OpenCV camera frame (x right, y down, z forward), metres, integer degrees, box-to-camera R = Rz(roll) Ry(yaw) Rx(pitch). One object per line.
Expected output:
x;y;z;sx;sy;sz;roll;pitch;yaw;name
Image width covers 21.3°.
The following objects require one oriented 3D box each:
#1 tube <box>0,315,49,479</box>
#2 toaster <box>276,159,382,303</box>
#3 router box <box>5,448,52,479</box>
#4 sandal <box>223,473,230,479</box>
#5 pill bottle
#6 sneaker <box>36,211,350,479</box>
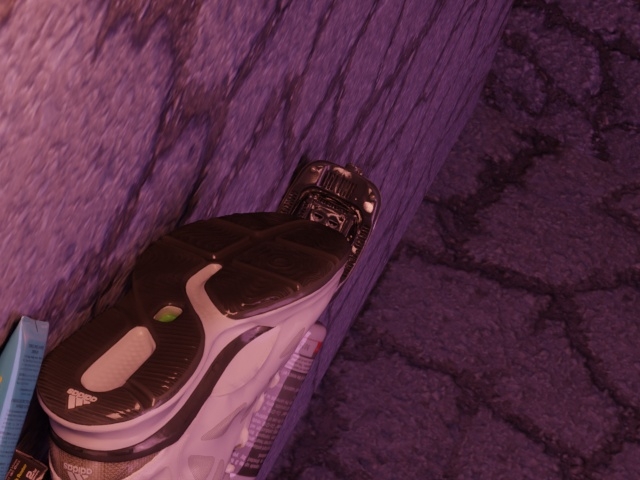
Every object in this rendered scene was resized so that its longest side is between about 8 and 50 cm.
-0.265;0.160;1.367;0.080;0.052;0.207;79;32;-86;tube
0.000;0.000;2.329;0.146;0.129;0.227;2;113;-84;toaster
-0.289;0.261;1.564;0.122;0.038;0.092;-61;172;-17;router box
-0.254;0.362;1.869;0.416;0.102;0.169;-52;-148;16;sandal
-0.123;0.194;2.013;0.283;0.161;0.161;-64;173;1;pill bottle
-0.122;0.153;1.665;0.447;0.169;0.257;-40;141;-51;sneaker
